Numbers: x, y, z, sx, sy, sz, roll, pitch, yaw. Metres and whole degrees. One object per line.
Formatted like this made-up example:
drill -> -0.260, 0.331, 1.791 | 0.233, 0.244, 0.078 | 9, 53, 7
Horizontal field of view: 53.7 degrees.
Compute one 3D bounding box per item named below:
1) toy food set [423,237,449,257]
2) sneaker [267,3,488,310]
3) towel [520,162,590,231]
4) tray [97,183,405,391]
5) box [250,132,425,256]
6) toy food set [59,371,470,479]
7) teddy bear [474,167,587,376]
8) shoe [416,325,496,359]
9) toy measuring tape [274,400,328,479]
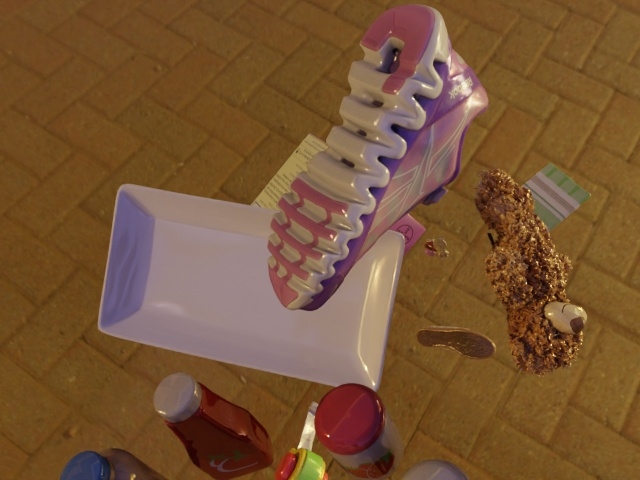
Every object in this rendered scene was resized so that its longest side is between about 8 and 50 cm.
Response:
toy food set -> 0.350, 0.027, 1.931 | 0.077, 0.122, 0.019 | 3, 63, 24
sneaker -> 0.047, -0.044, 0.471 | 0.237, 0.104, 0.095 | -61, 38, 11
towel -> 0.447, -0.075, 1.274 | 0.152, 0.023, 0.113 | -38, 61, -2
tray -> -0.066, 0.040, 0.579 | 0.270, 0.030, 0.145 | 11, 95, 9
box -> 0.000, 0.000, 0.989 | 0.243, 0.213, 0.117 | -50, 33, 4
toy food set -> -0.042, 0.131, 0.322 | 0.232, 0.105, 0.111 | -17, 48, 8
teddy bear -> 0.337, 0.038, 1.004 | 0.113, 0.245, 0.338 | -21, 47, 27
shoe -> 0.359, 0.258, 1.655 | 0.218, 0.077, 0.058 | 7, 13, 37
toy measuring tape -> -0.026, 0.495, 1.475 | 0.121, 0.121, 0.330 | 17, 39, 5
